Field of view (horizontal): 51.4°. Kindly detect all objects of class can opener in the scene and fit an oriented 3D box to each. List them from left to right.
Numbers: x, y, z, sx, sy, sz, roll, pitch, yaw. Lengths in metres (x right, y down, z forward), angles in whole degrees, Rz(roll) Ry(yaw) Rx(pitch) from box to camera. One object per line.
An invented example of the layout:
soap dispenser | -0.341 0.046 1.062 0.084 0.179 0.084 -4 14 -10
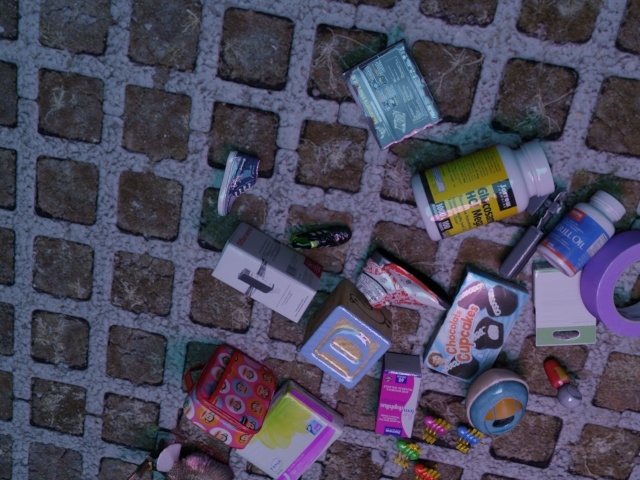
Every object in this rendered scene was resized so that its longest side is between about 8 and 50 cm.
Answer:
can opener | 0.567 -0.030 1.812 0.095 0.076 0.284 42 112 26

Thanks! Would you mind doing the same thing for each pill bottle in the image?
pill bottle | 0.416 -0.135 1.717 0.333 0.188 0.188 -20 106 13
pill bottle | 0.689 -0.022 1.752 0.124 0.124 0.221 41 94 -8

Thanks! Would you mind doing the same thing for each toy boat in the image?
toy boat | 0.571 0.451 1.895 0.318 0.148 0.268 -20 137 1

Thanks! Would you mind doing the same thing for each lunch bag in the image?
lunch bag | -0.274 0.441 1.939 0.258 0.293 0.120 34 114 -6

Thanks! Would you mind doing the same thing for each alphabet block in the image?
alphabet block | 0.076 0.261 1.887 0.192 0.197 0.193 38 109 -8

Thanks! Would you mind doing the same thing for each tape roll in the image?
tape roll | 0.841 0.115 1.774 0.274 0.090 0.275 -3 109 -8

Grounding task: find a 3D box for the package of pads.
package of pads | -0.102 0.603 2.074 0.229 0.101 0.297 36 108 -7

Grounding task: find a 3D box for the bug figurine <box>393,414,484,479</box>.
bug figurine | 0.354 0.634 2.037 0.216 0.072 0.279 38 106 -20

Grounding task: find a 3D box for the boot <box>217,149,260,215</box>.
boot | -0.227 -0.150 1.846 0.086 0.069 0.190 16 108 4

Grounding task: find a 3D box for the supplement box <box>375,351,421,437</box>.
supplement box | 0.230 0.460 1.983 0.111 0.114 0.220 6 111 3

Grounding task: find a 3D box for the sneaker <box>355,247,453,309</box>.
sneaker | 0.230 0.150 1.887 0.270 0.090 0.145 34 110 1

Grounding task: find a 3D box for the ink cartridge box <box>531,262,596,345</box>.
ink cartridge box | 0.684 0.176 1.865 0.171 0.056 0.235 -4 110 8

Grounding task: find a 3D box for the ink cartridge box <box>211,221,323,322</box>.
ink cartridge box | -0.143 0.083 1.850 0.272 0.197 0.114 30 109 -4

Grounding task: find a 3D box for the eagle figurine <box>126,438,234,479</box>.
eagle figurine | -0.437 0.777 2.132 0.298 0.225 0.226 39 98 4

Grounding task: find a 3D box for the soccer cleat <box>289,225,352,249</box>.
soccer cleat | 0.000 0.000 1.871 0.178 0.072 0.060 -7 108 9

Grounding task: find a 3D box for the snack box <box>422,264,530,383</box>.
snack box | 0.441 0.250 1.914 0.187 0.060 0.322 21 110 -1

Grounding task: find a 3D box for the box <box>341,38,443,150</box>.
box | 0.188 -0.376 1.731 0.183 0.056 0.231 -26 104 15
